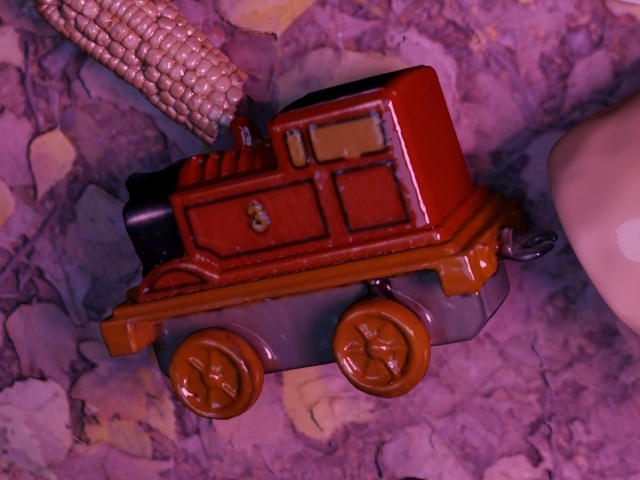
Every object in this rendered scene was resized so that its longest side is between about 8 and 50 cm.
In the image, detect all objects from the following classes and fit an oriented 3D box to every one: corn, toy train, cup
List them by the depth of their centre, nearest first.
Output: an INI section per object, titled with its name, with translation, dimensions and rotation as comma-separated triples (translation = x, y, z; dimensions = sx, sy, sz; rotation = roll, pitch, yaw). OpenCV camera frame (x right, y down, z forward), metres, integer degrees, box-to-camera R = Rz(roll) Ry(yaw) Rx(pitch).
[cup]
translation = 0.286, -0.013, 0.953
dimensions = 0.202, 0.255, 0.173
rotation = -30, 131, 27
[toy train]
translation = 0.000, 0.000, 1.110
dimensions = 0.369, 0.163, 0.232
rotation = -12, 100, 25
[corn]
translation = -0.143, -0.166, 1.179
dimensions = 0.211, 0.087, 0.087
rotation = 40, 114, 2

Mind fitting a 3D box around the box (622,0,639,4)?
[box]
translation = 0.214, -0.263, 1.036
dimensions = 0.090, 0.024, 0.167
rotation = 16, 108, 18
